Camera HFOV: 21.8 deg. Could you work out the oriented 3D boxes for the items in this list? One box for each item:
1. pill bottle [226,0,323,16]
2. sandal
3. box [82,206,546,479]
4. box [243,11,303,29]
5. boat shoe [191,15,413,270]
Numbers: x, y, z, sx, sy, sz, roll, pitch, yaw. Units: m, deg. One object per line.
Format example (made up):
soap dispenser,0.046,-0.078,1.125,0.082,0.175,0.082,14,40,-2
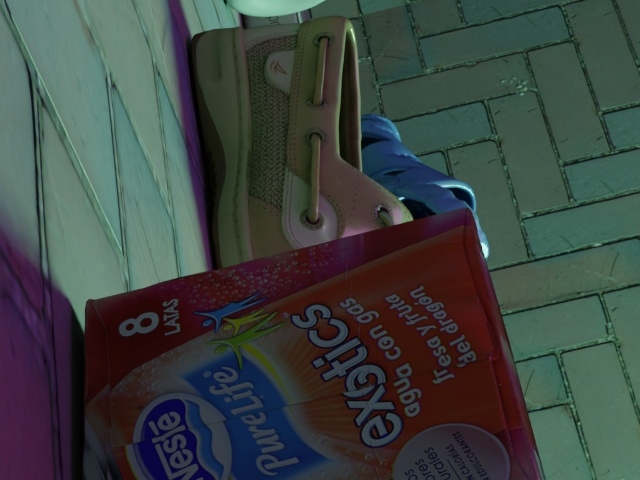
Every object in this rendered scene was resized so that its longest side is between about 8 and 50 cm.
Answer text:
pill bottle,-0.047,-0.290,1.403,0.103,0.103,0.184,66,12,-75
sandal,0.060,-0.017,1.317,0.317,0.138,0.126,-87,165,-64
box,0.017,0.129,0.551,0.123,0.128,0.257,-100,175,-47
box,-0.004,-0.051,1.604,0.322,0.058,0.232,71,7,-47
boat shoe,0.000,0.000,0.955,0.122,0.110,0.341,72,5,-57
